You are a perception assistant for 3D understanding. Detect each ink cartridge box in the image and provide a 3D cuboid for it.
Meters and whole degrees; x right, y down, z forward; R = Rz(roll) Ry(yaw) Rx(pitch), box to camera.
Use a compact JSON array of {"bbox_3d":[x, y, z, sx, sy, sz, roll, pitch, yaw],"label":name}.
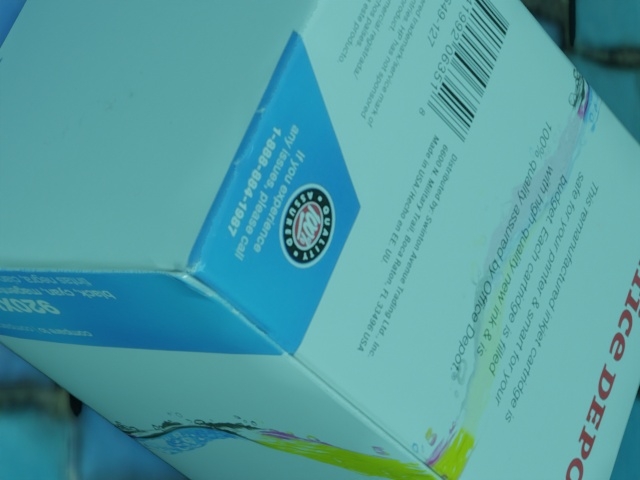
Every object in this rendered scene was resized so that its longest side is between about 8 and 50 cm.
[{"bbox_3d":[0.000,0.000,0.648,0.232,0.168,0.171,43,60,-38],"label":"ink cartridge box"}]
